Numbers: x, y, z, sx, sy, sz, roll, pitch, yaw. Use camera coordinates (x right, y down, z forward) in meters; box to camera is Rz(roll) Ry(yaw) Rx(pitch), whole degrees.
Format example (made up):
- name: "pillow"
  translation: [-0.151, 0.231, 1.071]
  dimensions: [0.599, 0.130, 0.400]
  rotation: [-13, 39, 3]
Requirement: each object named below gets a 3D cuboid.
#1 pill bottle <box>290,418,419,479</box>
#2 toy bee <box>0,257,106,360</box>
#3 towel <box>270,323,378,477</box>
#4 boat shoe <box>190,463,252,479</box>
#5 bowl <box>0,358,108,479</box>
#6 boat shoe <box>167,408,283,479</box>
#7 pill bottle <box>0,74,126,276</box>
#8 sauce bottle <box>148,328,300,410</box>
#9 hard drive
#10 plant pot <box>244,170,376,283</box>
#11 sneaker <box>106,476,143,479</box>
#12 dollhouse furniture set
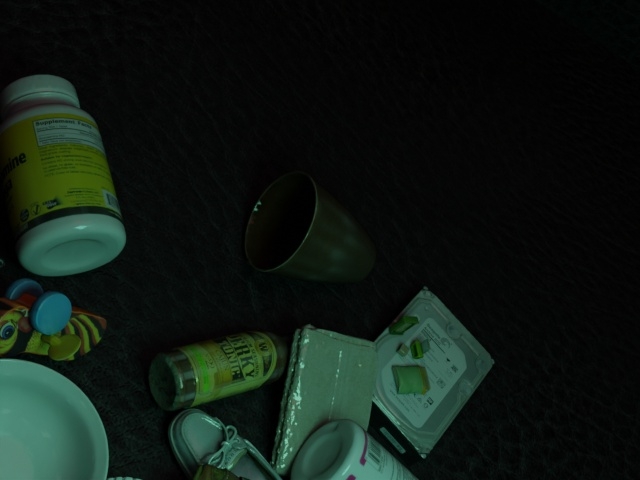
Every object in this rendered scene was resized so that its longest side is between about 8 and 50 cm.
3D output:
- name: "pill bottle"
  translation: [0.094, 0.460, 1.584]
  dimensions: [0.283, 0.160, 0.160]
  rotation: [46, 45, -22]
- name: "toy bee"
  translation: [-0.490, 0.137, 1.433]
  dimensions: [0.298, 0.195, 0.162]
  rotation: [36, 75, -32]
- name: "towel"
  translation: [0.009, 0.308, 1.665]
  dimensions: [0.187, 0.049, 0.282]
  rotation: [19, 76, -30]
- name: "boat shoe"
  translation: [-0.206, 0.506, 1.401]
  dimensions: [0.104, 0.111, 0.307]
  rotation: [24, 65, -9]
- name: "bowl"
  translation: [-0.479, 0.336, 1.327]
  dimensions: [0.298, 0.134, 0.297]
  rotation: [17, 54, -25]
- name: "boat shoe"
  translation: [-0.129, 0.409, 1.535]
  dimensions: [0.320, 0.103, 0.118]
  rotation: [49, 47, 3]
- name: "pill bottle"
  translation: [-0.473, -0.120, 1.593]
  dimensions: [0.188, 0.188, 0.334]
  rotation: [-3, 62, -35]
- name: "sauce bottle"
  translation: [-0.144, 0.222, 1.643]
  dimensions: [0.344, 0.111, 0.111]
  rotation: [-11, 68, -41]
- name: "hard drive"
  translation: [0.206, 0.274, 1.879]
  dimensions: [0.237, 0.064, 0.339]
  rotation: [48, 46, 2]
- name: "plant pot"
  translation: [0.000, 0.000, 1.842]
  dimensions: [0.230, 0.215, 0.215]
  rotation: [26, 48, -37]
- name: "sneaker"
  translation: [-0.281, 0.437, 1.441]
  dimensions: [0.191, 0.071, 0.083]
  rotation: [22, 57, -20]
- name: "dollhouse furniture set"
  translation: [0.186, 0.234, 1.807]
  dimensions: [0.076, 0.058, 0.151]
  rotation: [6, 58, -31]
